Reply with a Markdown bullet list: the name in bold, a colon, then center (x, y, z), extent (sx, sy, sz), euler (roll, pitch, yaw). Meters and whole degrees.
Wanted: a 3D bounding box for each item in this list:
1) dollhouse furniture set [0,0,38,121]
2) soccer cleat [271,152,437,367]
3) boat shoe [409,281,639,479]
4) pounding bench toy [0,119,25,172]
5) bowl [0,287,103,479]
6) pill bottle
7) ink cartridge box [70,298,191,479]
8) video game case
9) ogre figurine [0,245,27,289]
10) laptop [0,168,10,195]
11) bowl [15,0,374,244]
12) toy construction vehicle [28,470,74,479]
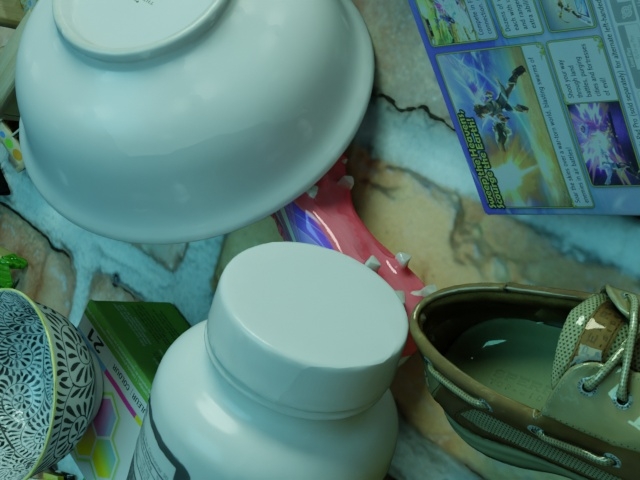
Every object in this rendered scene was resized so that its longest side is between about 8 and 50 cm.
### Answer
- **dollhouse furniture set**: center (-0.256, -0.232, 1.201), extent (0.212, 0.161, 0.242), euler (-45, 57, 34)
- **soccer cleat**: center (0.000, 0.000, 0.980), extent (0.248, 0.083, 0.095), euler (54, 128, 31)
- **boat shoe**: center (0.178, 0.090, 0.728), extent (0.324, 0.120, 0.122), euler (3, 55, 46)
- **pounding bench toy**: center (-0.295, -0.118, 1.315), extent (0.052, 0.083, 0.065), euler (-30, 97, 43)
- **bowl**: center (-0.242, 0.127, 1.078), extent (0.170, 0.080, 0.170), euler (-4, 85, 46)
- **pill bottle**: center (-0.047, 0.163, 0.898), extent (0.176, 0.176, 0.318), euler (49, 134, 36)
- **ink cartridge box**: center (-0.178, 0.210, 1.132), extent (0.189, 0.097, 0.255), euler (47, 118, 37)
- **video game case**: center (0.166, -0.142, 0.733), extent (0.244, 0.061, 0.269), euler (1, 122, 45)
- **ogre figurine**: center (-0.400, 0.040, 1.378), extent (0.197, 0.097, 0.118), euler (37, 101, 29)
- **laptop**: center (-0.455, -0.194, 1.352), extent (0.136, 0.234, 0.264), euler (-52, 52, 31)
- **bowl**: center (-0.115, -0.153, 0.956), extent (0.298, 0.134, 0.298), euler (-7, 57, 10)
- **toy construction vehicle**: center (-0.279, 0.219, 1.279), extent (0.098, 0.035, 0.086), euler (5, 90, 46)
